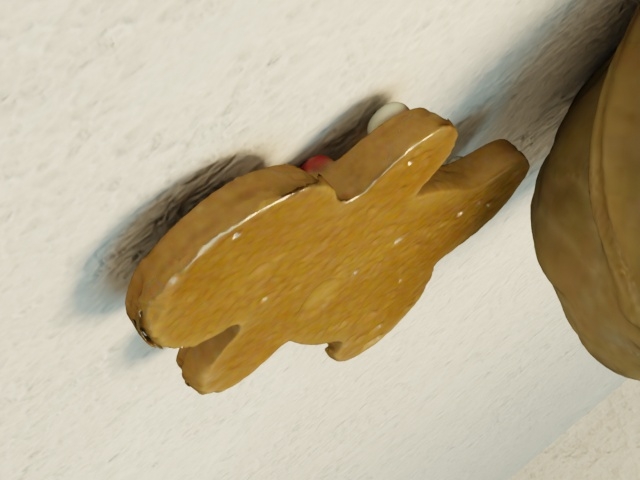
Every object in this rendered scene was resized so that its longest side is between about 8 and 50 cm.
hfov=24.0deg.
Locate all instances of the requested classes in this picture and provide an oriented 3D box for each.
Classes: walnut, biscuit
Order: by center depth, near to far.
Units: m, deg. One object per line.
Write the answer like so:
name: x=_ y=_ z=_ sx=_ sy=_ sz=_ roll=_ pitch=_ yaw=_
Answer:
biscuit: x=0.000 y=0.000 z=0.863 sx=0.216 sy=0.047 sz=0.339 roll=-51 pitch=159 yaw=23
walnut: x=0.331 y=-0.043 z=1.005 sx=0.381 sy=0.381 sz=0.381 roll=-37 pitch=163 yaw=-13
